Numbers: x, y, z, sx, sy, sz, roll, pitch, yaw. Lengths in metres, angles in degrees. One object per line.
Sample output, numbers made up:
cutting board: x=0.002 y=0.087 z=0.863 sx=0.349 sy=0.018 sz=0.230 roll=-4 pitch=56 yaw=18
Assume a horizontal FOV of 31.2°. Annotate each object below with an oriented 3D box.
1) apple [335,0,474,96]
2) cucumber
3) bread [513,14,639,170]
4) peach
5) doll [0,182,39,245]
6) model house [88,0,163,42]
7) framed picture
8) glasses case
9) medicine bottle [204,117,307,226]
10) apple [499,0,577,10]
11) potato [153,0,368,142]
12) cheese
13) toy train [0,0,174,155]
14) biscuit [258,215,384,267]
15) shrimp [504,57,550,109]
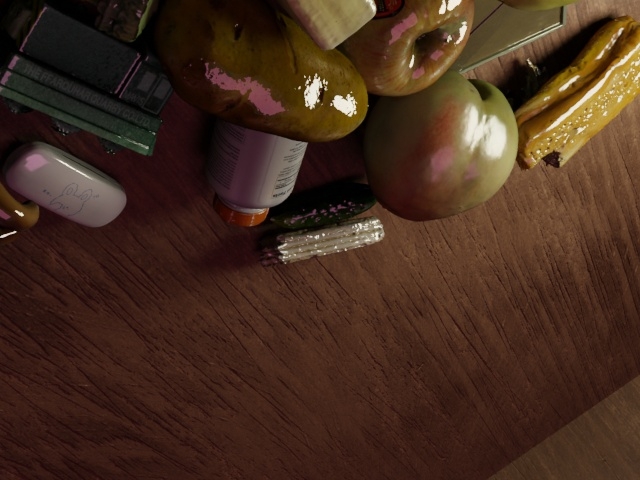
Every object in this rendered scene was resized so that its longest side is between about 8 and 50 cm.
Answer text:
apple: x=0.125 y=-0.358 z=1.822 sx=0.260 sy=0.194 sz=0.261 roll=-24 pitch=143 yaw=-19
cucumber: x=0.004 y=-0.065 z=2.168 sx=0.227 sy=0.069 sz=0.069 roll=-15 pitch=139 yaw=-21
bread: x=0.494 y=-0.265 z=2.214 sx=0.380 sy=0.109 sz=0.185 roll=-43 pitch=148 yaw=-14
peach: x=0.209 y=-0.166 z=2.052 sx=0.292 sy=0.247 sz=0.292 roll=-29 pitch=137 yaw=-32
doll: x=-0.576 y=-0.038 z=1.680 sx=0.318 sy=0.209 sz=0.340 roll=38 pitch=106 yaw=-18
model house: x=-0.285 y=-0.400 z=1.479 sx=0.211 sy=0.170 sz=0.194 roll=27 pitch=129 yaw=-7
framed picture: x=0.321 y=-0.410 z=2.056 sx=0.289 sy=0.020 sz=0.211 roll=-26 pitch=143 yaw=-11
glasses case: x=-0.407 y=-0.088 z=1.837 sx=0.092 sy=0.059 sz=0.233 roll=-43 pitch=143 yaw=10
medicine bottle: x=-0.104 y=-0.160 z=1.903 sx=0.157 sy=0.157 sz=0.289 roll=-8 pitch=137 yaw=-30
apple: x=0.336 y=-0.490 z=1.785 sx=0.262 sy=0.262 sz=0.262 roll=-20 pitch=141 yaw=-17
potato: x=-0.082 y=-0.251 z=1.674 sx=0.369 sy=0.195 sz=0.176 roll=22 pitch=108 yaw=-32
cheese: x=-0.056 y=-0.423 z=1.570 sx=0.123 sy=0.243 sz=0.265 roll=-35 pitch=143 yaw=7
toy train: x=-0.347 y=-0.249 z=1.652 sx=0.330 sy=0.138 sz=0.178 roll=23 pitch=107 yaw=-46
biscuit: x=0.000 y=0.000 z=2.203 sx=0.238 sy=0.062 sz=0.108 roll=-13 pitch=180 yaw=-26
shrimp: x=0.398 y=-0.272 z=2.253 sx=0.126 sy=0.047 sz=0.223 roll=-21 pitch=144 yaw=-1
